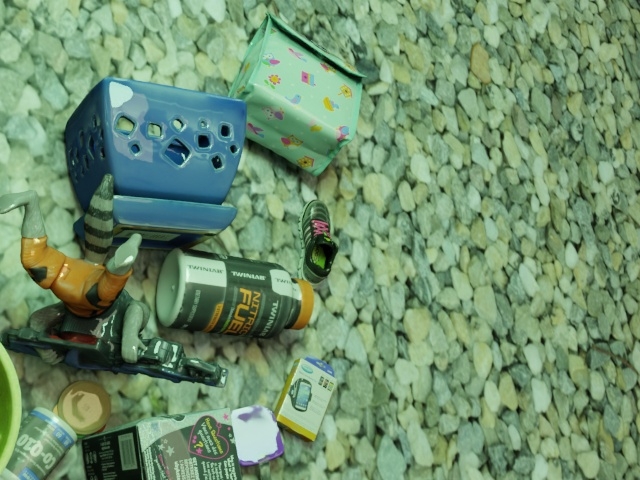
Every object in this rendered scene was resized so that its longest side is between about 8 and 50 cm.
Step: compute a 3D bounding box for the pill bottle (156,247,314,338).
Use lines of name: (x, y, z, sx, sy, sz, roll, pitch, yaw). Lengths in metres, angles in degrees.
pill bottle: (-0.134, 0.092, 1.368, 0.245, 0.130, 0.131, 10, 69, -28)

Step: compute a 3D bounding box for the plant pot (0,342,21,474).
plant pot: (-0.530, 0.221, 1.007, 0.276, 0.254, 0.276, 10, 70, -28)

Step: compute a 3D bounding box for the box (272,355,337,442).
box: (-0.025, 0.269, 1.439, 0.081, 0.028, 0.136, 34, 57, -18)

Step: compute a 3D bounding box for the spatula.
spatula: (-0.081, 0.416, 1.350, 0.084, 0.030, 0.297, -12, 83, -20)

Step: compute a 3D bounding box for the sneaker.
sneaker: (0.000, 0.000, 1.513, 0.063, 0.075, 0.171, 16, 66, -26)

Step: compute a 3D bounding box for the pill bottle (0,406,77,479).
pill bottle: (-0.412, 0.307, 1.157, 0.078, 0.078, 0.137, 44, 57, -12)

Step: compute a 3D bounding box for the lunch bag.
lunch bag: (-0.040, -0.288, 1.540, 0.223, 0.160, 0.262, 28, 50, -17)

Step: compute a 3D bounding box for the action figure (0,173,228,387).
action figure: (-0.280, 0.085, 1.175, 0.341, 0.330, 0.179, 12, 51, 5)

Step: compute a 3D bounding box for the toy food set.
toy food set: (-0.353, 0.252, 1.246, 0.082, 0.020, 0.083, 32, 60, -19)

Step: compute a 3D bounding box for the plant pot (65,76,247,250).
plant pot: (-0.261, -0.103, 1.300, 0.235, 0.236, 0.212, 5, 78, -31)

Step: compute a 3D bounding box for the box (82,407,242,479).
box: (-0.221, 0.331, 1.162, 0.142, 0.247, 0.163, -3, 76, -34)
